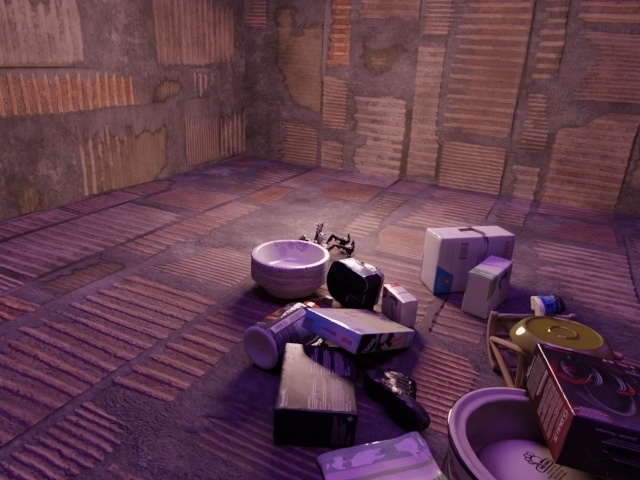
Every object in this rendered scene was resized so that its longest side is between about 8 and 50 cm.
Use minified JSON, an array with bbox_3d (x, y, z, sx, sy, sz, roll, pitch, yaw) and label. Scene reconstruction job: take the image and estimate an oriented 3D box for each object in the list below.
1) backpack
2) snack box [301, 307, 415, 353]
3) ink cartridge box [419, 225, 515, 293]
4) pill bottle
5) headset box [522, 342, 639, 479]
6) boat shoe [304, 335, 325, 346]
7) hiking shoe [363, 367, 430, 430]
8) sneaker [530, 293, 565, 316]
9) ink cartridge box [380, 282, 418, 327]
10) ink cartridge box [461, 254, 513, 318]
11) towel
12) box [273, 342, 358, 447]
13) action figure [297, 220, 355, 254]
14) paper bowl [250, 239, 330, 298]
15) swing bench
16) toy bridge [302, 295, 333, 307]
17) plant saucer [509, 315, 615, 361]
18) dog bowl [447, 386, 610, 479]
[{"bbox_3d":[0.115,0.147,1.669,0.188,0.166,0.144,30,32,35],"label":"backpack"},{"bbox_3d":[0.117,0.254,1.405,0.187,0.060,0.322,20,5,37],"label":"snack box"},{"bbox_3d":[0.555,0.069,1.866,0.307,0.223,0.129,-2,21,-14],"label":"ink cartridge box"},{"bbox_3d":[-0.095,0.260,1.414,0.130,0.130,0.245,17,24,31],"label":"pill bottle"},{"bbox_3d":[0.533,0.329,0.919,0.218,0.110,0.293,13,17,8],"label":"headset box"},{"bbox_3d":[-0.009,0.306,1.431,0.042,0.049,0.133,41,26,15],"label":"boat shoe"},{"bbox_3d":[0.206,0.376,1.214,0.114,0.086,0.227,-13,25,-28],"label":"hiking shoe"},{"bbox_3d":[0.645,0.183,1.378,0.084,0.058,0.152,-5,-3,17],"label":"sneaker"},{"bbox_3d":[0.258,0.214,1.621,0.056,0.099,0.135,-6,22,-21],"label":"ink cartridge box"},{"bbox_3d":[0.592,0.160,1.731,0.093,0.154,0.212,18,25,33],"label":"ink cartridge box"},{"bbox_3d":[0.160,0.507,0.937,0.248,0.038,0.325,-5,23,-18],"label":"towel"},{"bbox_3d":[-0.010,0.365,1.190,0.184,0.103,0.261,7,21,-1],"label":"box"},{"bbox_3d":[0.000,0.000,2.090,0.275,0.141,0.164,0,33,-12],"label":"action figure"},{"bbox_3d":[-0.109,0.109,1.775,0.284,0.148,0.284,2,22,-1],"label":"paper bowl"},{"bbox_3d":[0.616,0.316,1.332,0.253,0.165,0.255,2,16,-1],"label":"swing bench"},{"bbox_3d":[-0.031,0.225,1.654,0.063,0.026,0.188,15,23,31],"label":"toy bridge"},{"bbox_3d":[0.602,0.242,1.223,0.241,0.037,0.241,3,17,-1],"label":"plant saucer"},{"bbox_3d":[0.421,0.453,0.903,0.408,0.150,0.408,9,18,-3],"label":"dog bowl"}]
